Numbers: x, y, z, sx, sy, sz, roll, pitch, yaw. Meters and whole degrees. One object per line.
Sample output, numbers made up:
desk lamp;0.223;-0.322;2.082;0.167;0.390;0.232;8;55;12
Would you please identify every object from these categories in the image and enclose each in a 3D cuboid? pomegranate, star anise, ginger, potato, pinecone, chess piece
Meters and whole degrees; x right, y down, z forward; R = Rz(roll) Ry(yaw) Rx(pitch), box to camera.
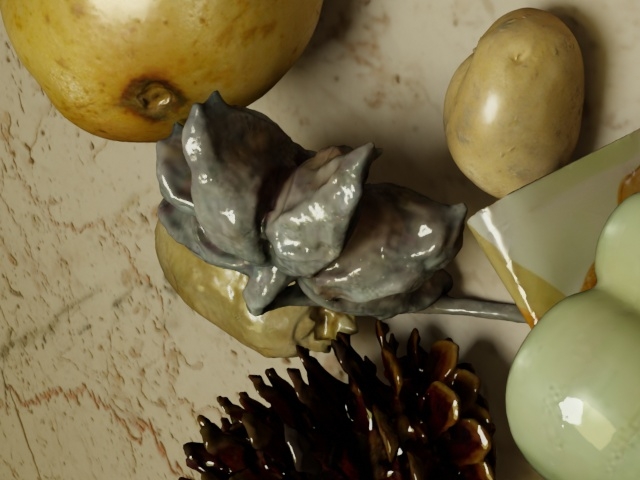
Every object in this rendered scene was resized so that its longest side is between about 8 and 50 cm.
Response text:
pomegranate;-0.140;-0.225;0.899;0.307;0.307;0.307;21;122;39
star anise;0.000;0.000;0.857;0.359;0.316;0.139;8;73;36
ginger;-0.071;0.026;1.057;0.267;0.152;0.138;27;83;43
potato;0.146;-0.102;0.796;0.112;0.112;0.147;29;119;35
pinecone;0.016;0.201;0.928;0.246;0.292;0.246;168;90;-83
chess piece;0.232;0.007;0.568;0.182;0.182;0.330;39;90;28

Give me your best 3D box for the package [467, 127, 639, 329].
package;0.243;0.091;0.737;0.311;0.221;0.165;59;159;9
